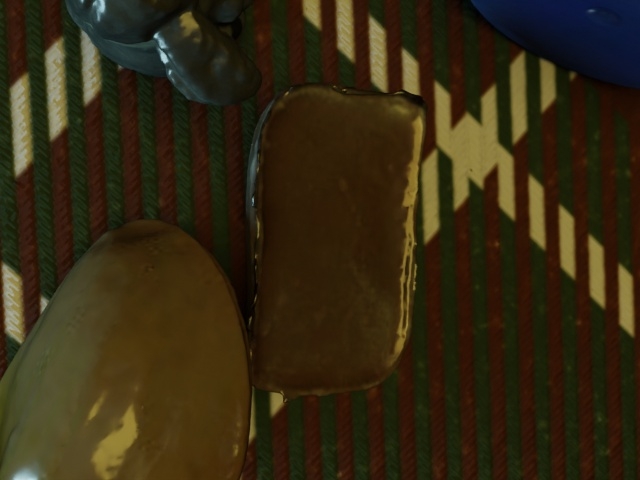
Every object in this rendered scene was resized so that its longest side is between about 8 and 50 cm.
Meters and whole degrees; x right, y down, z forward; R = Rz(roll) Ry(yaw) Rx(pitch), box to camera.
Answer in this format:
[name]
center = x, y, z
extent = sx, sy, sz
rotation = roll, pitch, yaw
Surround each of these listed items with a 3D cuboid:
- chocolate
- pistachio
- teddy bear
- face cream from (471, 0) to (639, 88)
[chocolate]
center = 0.000, -0.001, 0.675
extent = 0.161, 0.083, 0.261
rotation = 6, 92, -27
[pistachio]
center = -0.142, 0.116, 0.609
extent = 0.213, 0.163, 0.260
rotation = 20, 87, 15
[teddy bear]
center = -0.103, -0.185, 0.585
extent = 0.144, 0.251, 0.171
rotation = -42, 112, -4
[face cream]
center = 0.264, -0.270, 0.628
extent = 0.249, 0.249, 0.225
rotation = 25, 84, -10
